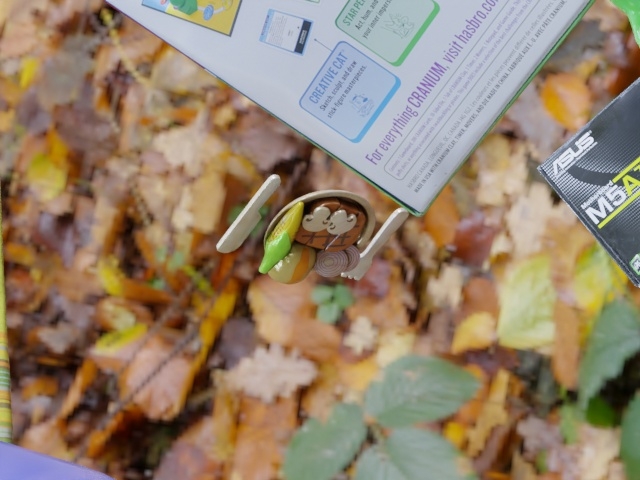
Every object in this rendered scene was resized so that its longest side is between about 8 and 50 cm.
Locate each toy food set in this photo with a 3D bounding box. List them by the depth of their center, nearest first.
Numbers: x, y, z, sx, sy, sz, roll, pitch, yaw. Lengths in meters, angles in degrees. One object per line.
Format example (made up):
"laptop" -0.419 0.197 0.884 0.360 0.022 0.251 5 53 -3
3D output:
"toy food set" 0.000 0.000 1.543 0.132 0.192 0.039 -53 42 32

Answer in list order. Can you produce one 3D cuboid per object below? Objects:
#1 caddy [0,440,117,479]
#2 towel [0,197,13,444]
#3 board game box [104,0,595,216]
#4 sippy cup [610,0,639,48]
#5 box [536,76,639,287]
"caddy" -0.176 0.165 0.424 0.341 0.179 0.241 14 89 15
"towel" -0.251 0.035 0.922 0.021 0.102 0.237 121 145 -59
"board game box" -0.016 -0.190 0.637 0.242 0.316 0.064 -52 5 36
"sippy cup" 0.322 -0.267 0.999 0.224 0.240 0.306 -1 109 61
"box" 0.375 -0.075 1.645 0.190 0.045 0.184 -41 78 18
